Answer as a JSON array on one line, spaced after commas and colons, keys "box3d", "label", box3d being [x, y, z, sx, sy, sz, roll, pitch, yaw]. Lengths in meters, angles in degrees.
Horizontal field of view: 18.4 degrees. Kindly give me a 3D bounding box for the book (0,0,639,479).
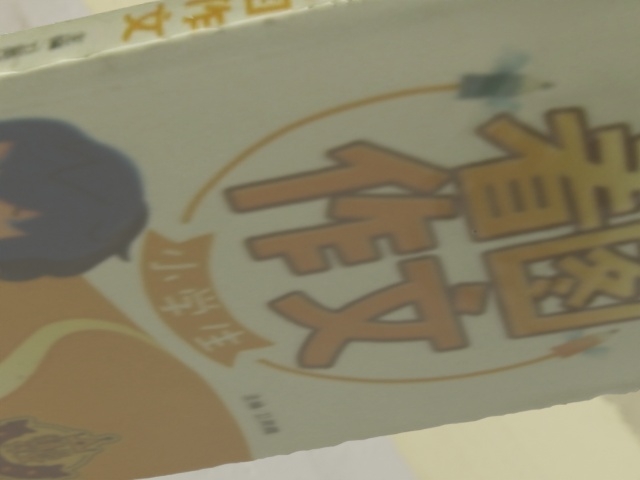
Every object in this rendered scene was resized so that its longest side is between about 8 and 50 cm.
[{"box3d": [0.000, 0.000, 0.518, 0.295, 0.208, 0.020, -11, -123, 9], "label": "book"}]
